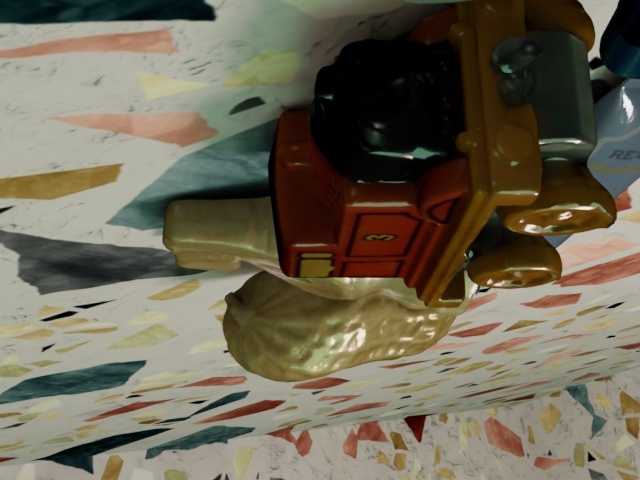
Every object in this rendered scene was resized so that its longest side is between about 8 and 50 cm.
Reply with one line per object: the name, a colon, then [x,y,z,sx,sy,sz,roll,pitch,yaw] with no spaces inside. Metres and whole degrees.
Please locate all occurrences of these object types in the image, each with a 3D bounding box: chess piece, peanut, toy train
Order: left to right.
chess piece: [0.000,0.000,1.101,0.301,0.137,0.137,4,162,-11]
peanut: [0.037,0.076,1.314,0.291,0.143,0.159,-7,174,-29]
toy train: [0.078,-0.054,0.869,0.231,0.163,0.369,-3,164,-3]

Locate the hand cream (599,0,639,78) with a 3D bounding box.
hand cream: [0.244,-0.190,0.694,0.120,0.061,0.270,-25,162,-14]

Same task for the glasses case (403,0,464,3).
glasses case: [0.117,-0.172,0.678,0.164,0.041,0.063,-11,163,-5]

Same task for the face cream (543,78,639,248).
face cream: [0.246,-0.064,1.106,0.135,0.086,0.385,-6,159,-25]
